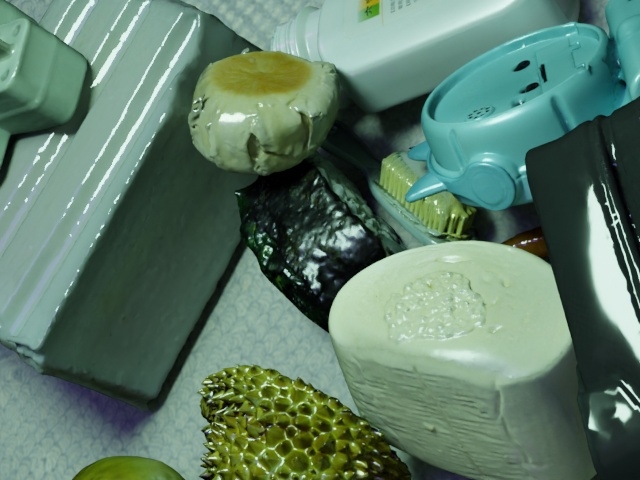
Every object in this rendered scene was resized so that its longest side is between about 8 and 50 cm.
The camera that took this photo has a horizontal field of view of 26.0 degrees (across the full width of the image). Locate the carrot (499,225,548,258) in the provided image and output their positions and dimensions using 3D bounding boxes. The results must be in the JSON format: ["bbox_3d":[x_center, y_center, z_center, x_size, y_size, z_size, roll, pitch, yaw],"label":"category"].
[{"bbox_3d":[0.230,-0.008,1.307,0.216,0.048,0.048,-24,55,30],"label":"carrot"}]

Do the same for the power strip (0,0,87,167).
[{"bbox_3d":[-0.401,-0.176,1.554,0.261,0.141,0.229,-10,61,40],"label":"power strip"}]

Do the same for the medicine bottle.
[{"bbox_3d":[0.106,-0.235,1.469,0.324,0.124,0.179,-18,43,29],"label":"medicine bottle"}]

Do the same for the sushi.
[{"bbox_3d":[0.000,0.000,1.429,0.127,0.124,0.225,-46,48,10],"label":"sushi"}]

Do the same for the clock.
[{"bbox_3d":[0.197,-0.120,1.278,0.274,0.094,0.223,-22,23,13],"label":"clock"}]

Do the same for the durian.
[{"bbox_3d":[-0.047,0.216,1.303,0.237,0.193,0.138,15,61,43],"label":"durian"}]

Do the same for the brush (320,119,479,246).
[{"bbox_3d":[0.073,-0.077,1.443,0.297,0.068,0.060,43,135,45],"label":"brush"}]

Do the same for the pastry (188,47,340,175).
[{"bbox_3d":[-0.057,-0.133,1.412,0.166,0.088,0.166,-2,37,2],"label":"pastry"}]

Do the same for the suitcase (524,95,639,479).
[{"bbox_3d":[0.307,0.070,1.002,0.188,0.345,0.339,-32,51,28],"label":"suitcase"}]

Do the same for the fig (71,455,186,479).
[{"bbox_3d":[-0.210,0.289,1.445,0.153,0.121,0.136,-29,56,27],"label":"fig"}]

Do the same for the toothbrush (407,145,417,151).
[{"bbox_3d":[0.208,-0.065,1.317,0.413,0.042,0.035,12,69,55],"label":"toothbrush"}]

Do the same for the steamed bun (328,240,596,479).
[{"bbox_3d":[0.140,0.107,1.220,0.250,0.200,0.155,12,52,38],"label":"steamed bun"}]

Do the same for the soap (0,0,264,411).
[{"bbox_3d":[-0.242,-0.072,1.598,0.350,0.213,0.435,24,84,47],"label":"soap"}]
